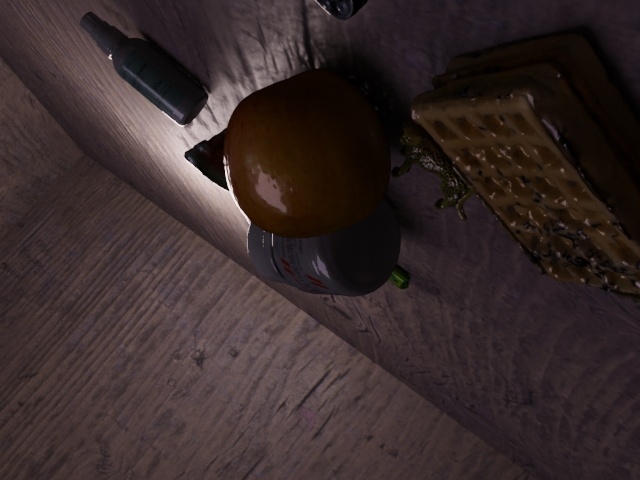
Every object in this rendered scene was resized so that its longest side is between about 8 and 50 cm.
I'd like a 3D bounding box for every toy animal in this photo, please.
[{"bbox_3d":[0.199,-0.117,1.167,0.181,0.073,0.136,42,159,4],"label":"toy animal"}]

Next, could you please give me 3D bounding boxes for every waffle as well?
[{"bbox_3d":[0.308,-0.079,0.910,0.376,0.114,0.261,45,164,-23],"label":"waffle"}]

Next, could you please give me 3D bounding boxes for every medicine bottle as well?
[{"bbox_3d":[-0.442,-0.432,1.730,0.352,0.110,0.110,40,166,-2],"label":"medicine bottle"},{"bbox_3d":[0.000,0.000,1.576,0.306,0.245,0.245,-2,138,51],"label":"medicine bottle"}]

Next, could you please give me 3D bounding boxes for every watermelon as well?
[{"bbox_3d":[-0.105,-0.189,1.465,0.290,0.213,0.320,33,-151,27],"label":"watermelon"}]

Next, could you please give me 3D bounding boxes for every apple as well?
[{"bbox_3d":[-0.027,-0.154,1.200,0.299,0.299,0.275,21,137,52],"label":"apple"}]

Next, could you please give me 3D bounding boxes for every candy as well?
[{"bbox_3d":[0.165,0.068,1.894,0.178,0.032,0.102,36,166,12],"label":"candy"}]

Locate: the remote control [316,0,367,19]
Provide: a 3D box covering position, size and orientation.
[{"bbox_3d":[-0.036,-0.402,0.920,0.266,0.066,0.090,44,152,-1],"label":"remote control"}]

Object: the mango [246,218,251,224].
[{"bbox_3d":[-0.154,-0.124,1.910,0.175,0.143,0.293,33,155,47],"label":"mango"}]
